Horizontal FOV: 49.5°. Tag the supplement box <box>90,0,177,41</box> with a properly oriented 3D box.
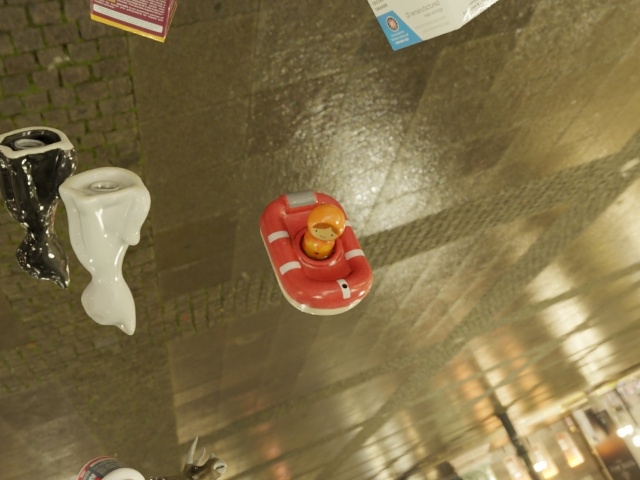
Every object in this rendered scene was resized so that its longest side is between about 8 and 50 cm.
[{"bbox_3d":[-0.230,-0.358,0.886,0.104,0.080,0.188,15,151,-12],"label":"supplement box"}]

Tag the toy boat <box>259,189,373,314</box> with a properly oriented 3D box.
[{"bbox_3d":[0.000,0.000,1.110,0.151,0.231,0.151,-12,150,-21],"label":"toy boat"}]

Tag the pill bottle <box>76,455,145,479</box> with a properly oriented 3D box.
[{"bbox_3d":[-0.404,0.497,1.370,0.108,0.108,0.180,-7,-178,-37],"label":"pill bottle"}]

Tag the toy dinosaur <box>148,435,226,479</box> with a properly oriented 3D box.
[{"bbox_3d":[-0.260,0.400,0.975,0.313,0.160,0.121,0,120,-46],"label":"toy dinosaur"}]

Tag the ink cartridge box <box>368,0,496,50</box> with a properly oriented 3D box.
[{"bbox_3d":[0.094,-0.328,0.759,0.086,0.203,0.148,-37,-163,-15],"label":"ink cartridge box"}]

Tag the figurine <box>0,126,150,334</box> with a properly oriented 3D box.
[{"bbox_3d":[-0.296,-0.003,0.838,0.092,0.215,0.209,-31,140,-46],"label":"figurine"}]
